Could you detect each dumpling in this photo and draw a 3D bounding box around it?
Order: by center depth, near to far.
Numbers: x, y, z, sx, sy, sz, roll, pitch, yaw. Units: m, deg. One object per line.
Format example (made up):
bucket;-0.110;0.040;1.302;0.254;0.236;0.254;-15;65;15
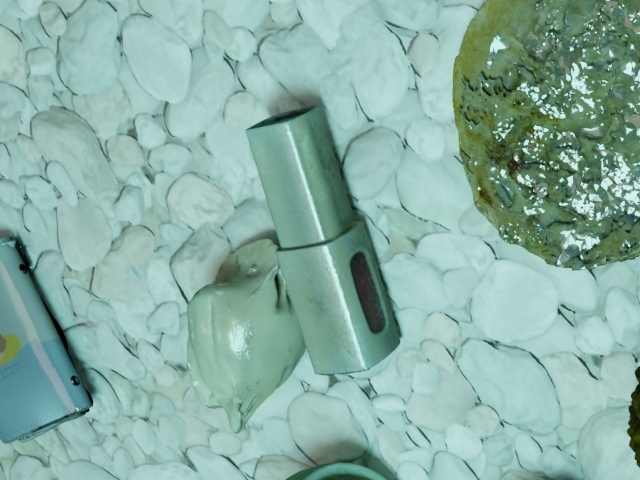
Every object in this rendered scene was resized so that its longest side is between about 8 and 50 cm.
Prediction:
dumpling;-0.085;0.093;1.457;0.136;0.118;0.199;13;90;44

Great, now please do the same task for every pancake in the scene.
pancake;0.230;-0.105;1.202;0.282;0.049;0.282;13;116;27

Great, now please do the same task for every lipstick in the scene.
lipstick;0.000;0.000;1.379;0.077;0.079;0.253;-9;104;36

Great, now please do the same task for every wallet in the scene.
wallet;-0.365;0.120;1.674;0.170;0.069;0.231;-26;89;33

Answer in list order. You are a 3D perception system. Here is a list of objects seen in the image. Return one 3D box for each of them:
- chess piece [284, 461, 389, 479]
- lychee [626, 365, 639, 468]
chess piece;-0.039;0.366;1.511;0.194;0.194;0.299;54;137;1
lychee;0.357;0.142;1.125;0.236;0.236;0.271;50;150;4
